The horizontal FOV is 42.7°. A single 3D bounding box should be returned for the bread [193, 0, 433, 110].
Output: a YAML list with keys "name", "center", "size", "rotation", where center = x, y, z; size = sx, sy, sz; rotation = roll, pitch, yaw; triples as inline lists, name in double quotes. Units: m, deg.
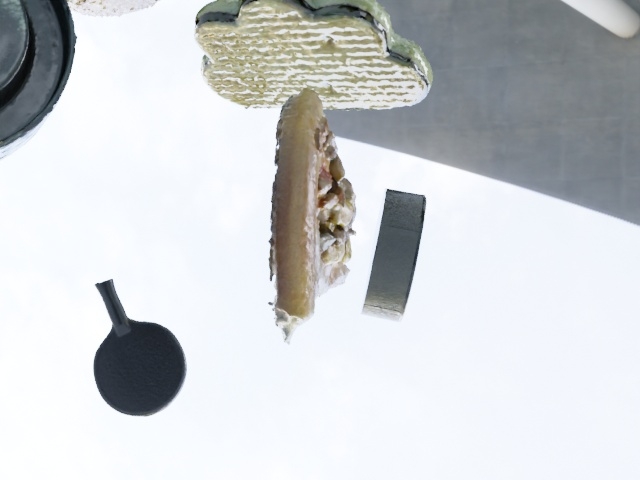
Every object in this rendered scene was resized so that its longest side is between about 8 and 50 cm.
- name: "bread"
  center: [-0.020, -0.220, 0.920]
  size: [0.287, 0.207, 0.056]
  rotation: [5, -117, 19]

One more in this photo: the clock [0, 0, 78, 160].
- name: "clock"
  center: [-0.369, -0.191, 0.746]
  size: [0.055, 0.281, 0.280]
  rotation: [-34, -105, 57]

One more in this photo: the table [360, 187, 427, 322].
- name: "table"
  center: [0.074, 0.015, 0.834]
  size: [0.043, 0.133, 0.133]
  rotation: [11, -79, 2]

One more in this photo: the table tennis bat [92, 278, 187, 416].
- name: "table tennis bat"
  center: [-0.308, 0.170, 1.326]
  size: [0.150, 0.027, 0.236]
  rotation: [-25, -102, -5]

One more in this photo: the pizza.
- name: "pizza"
  center: [0.000, 0.000, 0.611]
  size: [0.052, 0.195, 0.185]
  rotation: [1, -111, 8]

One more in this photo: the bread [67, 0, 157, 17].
- name: "bread"
  center: [-0.278, -0.423, 1.114]
  size: [0.305, 0.305, 0.158]
  rotation: [-39, -104, 28]
